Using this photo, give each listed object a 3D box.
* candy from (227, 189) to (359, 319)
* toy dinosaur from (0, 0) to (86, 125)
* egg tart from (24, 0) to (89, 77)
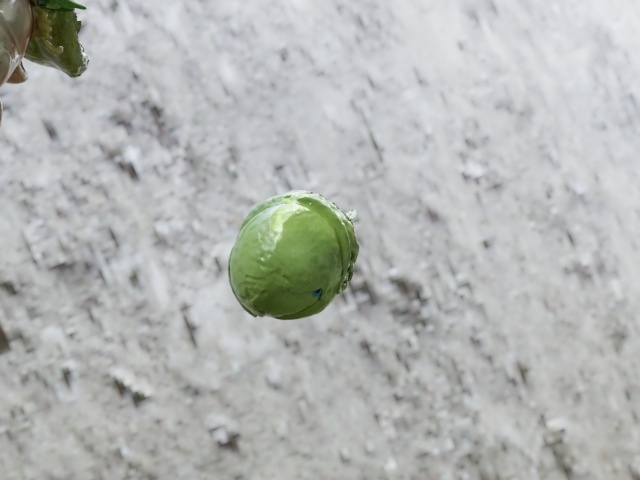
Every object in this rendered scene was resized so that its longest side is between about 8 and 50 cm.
[{"bbox_3d":[0.000,0.000,1.275,0.335,0.092,0.093,-30,118,-79],"label":"candy"},{"bbox_3d":[-0.287,-0.165,1.462,0.194,0.152,0.177,-153,-115,-81],"label":"toy dinosaur"},{"bbox_3d":[-0.278,-0.250,1.607,0.197,0.078,0.197,167,-90,-77],"label":"egg tart"}]
